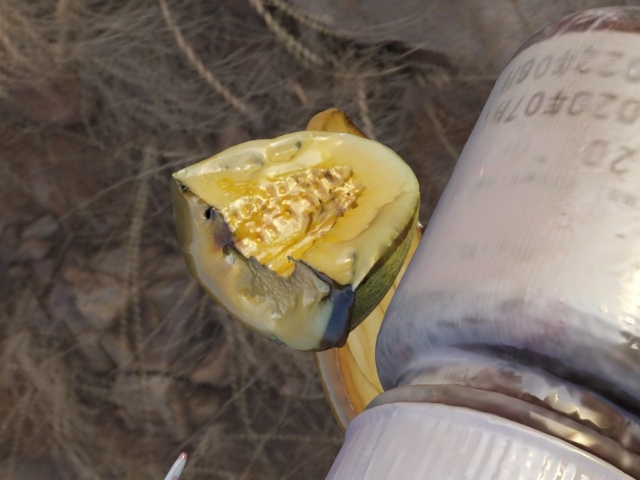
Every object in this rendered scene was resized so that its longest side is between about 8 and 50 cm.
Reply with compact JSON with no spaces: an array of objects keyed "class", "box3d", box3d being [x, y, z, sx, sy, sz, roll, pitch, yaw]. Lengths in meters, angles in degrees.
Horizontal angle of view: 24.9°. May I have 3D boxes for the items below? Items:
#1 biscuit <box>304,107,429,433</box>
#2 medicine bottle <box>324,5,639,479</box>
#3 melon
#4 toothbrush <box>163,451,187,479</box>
[{"class":"biscuit","box3d":[0.036,0.034,1.027,0.041,0.203,0.260,-12,98,31]},{"class":"medicine bottle","box3d":[0.109,0.049,0.607,0.165,0.273,0.165,20,152,11]},{"class":"melon","box3d":[0.000,0.000,0.836,0.160,0.128,0.079,31,148,41]},{"class":"toothbrush","box3d":[-0.174,0.282,1.347,0.019,0.013,0.193,15,70,42]}]
